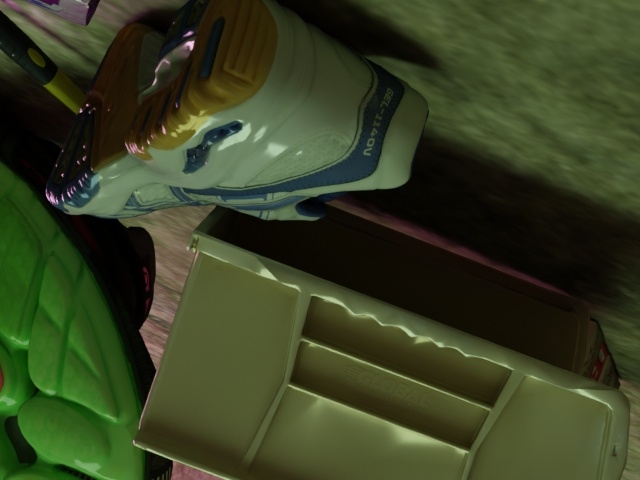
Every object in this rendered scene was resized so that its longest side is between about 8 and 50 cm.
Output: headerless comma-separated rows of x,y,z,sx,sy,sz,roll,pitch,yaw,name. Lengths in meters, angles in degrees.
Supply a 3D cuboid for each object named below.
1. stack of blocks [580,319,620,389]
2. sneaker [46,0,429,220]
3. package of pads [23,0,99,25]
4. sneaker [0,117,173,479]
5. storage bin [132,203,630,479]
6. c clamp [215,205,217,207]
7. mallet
0.110,0.200,1.343,0.087,0.297,0.171,19,167,19,stack of blocks
-0.050,-0.047,1.003,0.131,0.112,0.296,23,171,-20,sneaker
-0.147,-0.139,0.962,0.083,0.032,0.050,24,170,-4,package of pads
-0.182,0.029,1.304,0.202,0.185,0.483,14,-157,-31,sneaker
0.043,0.076,1.129,0.260,0.123,0.262,20,-171,0,storage bin
0.000,0.000,1.354,0.160,0.022,0.137,21,173,4,c clamp
-0.153,-0.102,1.157,0.039,0.062,0.190,11,149,41,mallet
